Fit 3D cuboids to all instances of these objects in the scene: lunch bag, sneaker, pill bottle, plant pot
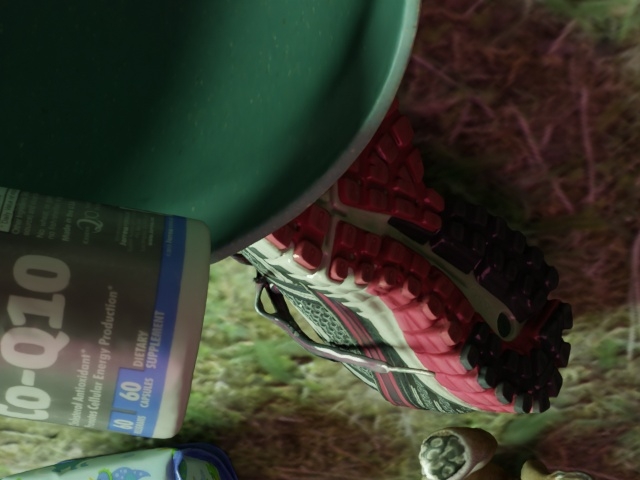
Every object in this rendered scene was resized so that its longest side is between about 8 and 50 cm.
[{"bbox_3d":[-0.119,0.181,0.923,0.129,0.096,0.151,-10,163,11],"label":"lunch bag"},{"bbox_3d":[0.000,0.000,0.726,0.112,0.120,0.299,-13,132,43],"label":"sneaker"},{"bbox_3d":[-0.110,0.020,0.494,0.137,0.078,0.078,9,134,-8],"label":"pill bottle"},{"bbox_3d":[-0.113,-0.149,0.518,0.293,0.196,0.293,1,136,1],"label":"plant pot"}]

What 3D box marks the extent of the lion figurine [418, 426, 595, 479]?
[{"bbox_3d":[0.038,0.238,0.937,0.392,0.142,0.240,-32,163,20],"label":"lion figurine"}]
